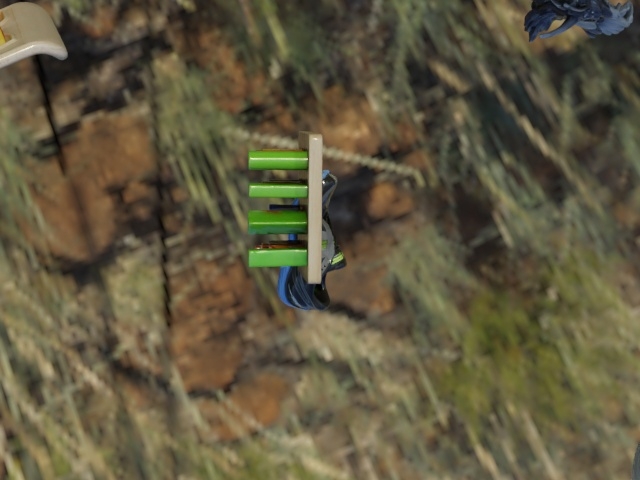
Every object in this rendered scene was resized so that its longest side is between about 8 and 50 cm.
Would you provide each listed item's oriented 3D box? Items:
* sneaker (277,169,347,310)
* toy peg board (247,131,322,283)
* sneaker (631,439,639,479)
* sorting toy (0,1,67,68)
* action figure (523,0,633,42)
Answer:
[{"bbox_3d":[0.000,0.000,2.128,0.067,0.078,0.188,-39,144,-56],"label":"sneaker"},{"bbox_3d":[-0.044,-0.040,1.979,0.079,0.161,0.160,0,-175,-5],"label":"toy peg board"},{"bbox_3d":[0.301,0.175,1.355,0.121,0.112,0.299,-1,-165,6],"label":"sneaker"},{"bbox_3d":[-0.305,-0.139,1.377,0.208,0.193,0.038,-19,109,-7],"label":"sorting toy"},{"bbox_3d":[0.298,-0.309,1.943,0.141,0.275,0.164,17,136,-9],"label":"action figure"}]
